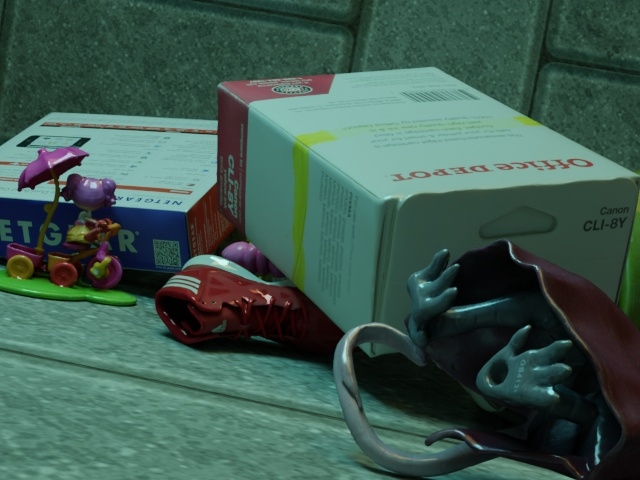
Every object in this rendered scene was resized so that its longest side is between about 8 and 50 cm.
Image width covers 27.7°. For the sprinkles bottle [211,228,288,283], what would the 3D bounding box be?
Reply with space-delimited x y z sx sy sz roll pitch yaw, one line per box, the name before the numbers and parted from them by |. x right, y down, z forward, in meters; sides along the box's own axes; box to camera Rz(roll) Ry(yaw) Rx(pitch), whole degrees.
sprinkles bottle | 0.003 0.025 1.667 0.355 0.121 0.121 13 6 23

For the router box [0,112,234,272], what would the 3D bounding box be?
router box | -0.259 -0.070 1.632 0.335 0.082 0.301 5 25 18

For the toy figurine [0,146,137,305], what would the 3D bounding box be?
toy figurine | -0.274 -0.021 1.424 0.173 0.159 0.130 10 5 -3

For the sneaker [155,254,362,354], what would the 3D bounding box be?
sneaker | -0.062 0.084 1.284 0.221 0.087 0.128 10 21 18

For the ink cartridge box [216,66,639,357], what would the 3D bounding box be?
ink cartridge box | 0.089 -0.046 1.318 0.279 0.160 0.384 -6 24 -25

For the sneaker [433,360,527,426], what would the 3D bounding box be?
sneaker | 0.212 0.132 1.182 0.271 0.100 0.108 14 34 -42

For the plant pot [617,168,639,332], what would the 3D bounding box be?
plant pot | 0.546 0.026 1.733 0.353 0.367 0.366 -2 6 -2

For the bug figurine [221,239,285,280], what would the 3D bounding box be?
bug figurine | 0.000 0.000 1.532 0.216 0.072 0.279 4 36 12

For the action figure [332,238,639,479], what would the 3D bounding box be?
action figure | 0.236 0.139 0.937 0.370 0.248 0.275 21 -45 -34
